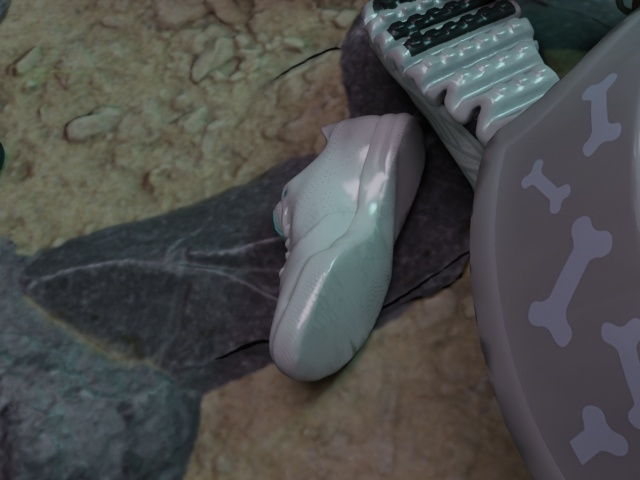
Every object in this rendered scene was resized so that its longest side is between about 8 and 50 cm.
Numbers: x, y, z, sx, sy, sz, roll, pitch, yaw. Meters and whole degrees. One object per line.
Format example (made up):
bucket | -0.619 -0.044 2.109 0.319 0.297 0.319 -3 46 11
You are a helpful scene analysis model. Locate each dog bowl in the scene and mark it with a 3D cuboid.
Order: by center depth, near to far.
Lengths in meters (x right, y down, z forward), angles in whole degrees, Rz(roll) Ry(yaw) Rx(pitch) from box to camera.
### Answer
dog bowl | 0.248 0.019 0.428 0.348 0.102 0.349 7 71 -20

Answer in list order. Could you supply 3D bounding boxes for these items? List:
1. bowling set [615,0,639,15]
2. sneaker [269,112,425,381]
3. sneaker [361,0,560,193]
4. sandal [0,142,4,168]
bowling set | 0.318 -0.221 0.649 0.199 0.154 0.287 -11 50 -32
sneaker | 0.000 0.000 0.614 0.094 0.080 0.212 7 55 28
sneaker | 0.118 -0.078 0.601 0.110 0.118 0.292 -22 50 -17
sandal | -0.349 -0.001 0.687 0.097 0.054 0.255 17 65 20
